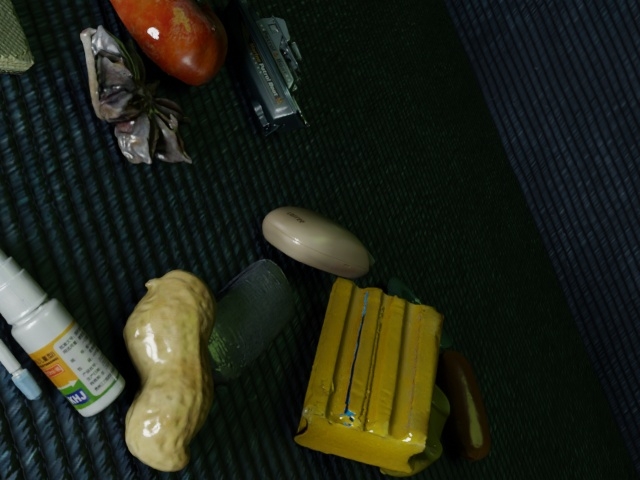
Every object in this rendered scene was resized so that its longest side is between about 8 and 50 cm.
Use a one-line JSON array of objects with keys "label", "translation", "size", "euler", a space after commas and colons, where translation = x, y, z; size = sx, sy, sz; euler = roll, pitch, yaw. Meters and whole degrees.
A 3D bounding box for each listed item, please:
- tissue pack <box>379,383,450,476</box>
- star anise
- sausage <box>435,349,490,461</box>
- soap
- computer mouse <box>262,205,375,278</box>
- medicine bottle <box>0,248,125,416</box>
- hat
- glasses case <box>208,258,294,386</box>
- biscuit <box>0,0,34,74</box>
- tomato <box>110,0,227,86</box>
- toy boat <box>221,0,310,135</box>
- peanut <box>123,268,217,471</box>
[{"label": "tissue pack", "translation": [0.147, 0.327, 1.438], "size": [0.123, 0.127, 0.178], "euler": [50, 29, -13]}, {"label": "star anise", "translation": [-0.275, -0.207, 1.162], "size": [0.262, 0.081, 0.230], "euler": [39, 36, -60]}, {"label": "sausage", "translation": [0.299, 0.350, 1.726], "size": [0.098, 0.098, 0.238], "euler": [26, 44, -51]}, {"label": "soap", "translation": [0.085, 0.216, 1.343], "size": [0.204, 0.096, 0.324], "euler": [17, 38, 0]}, {"label": "computer mouse", "translation": [0.000, 0.000, 1.431], "size": [0.145, 0.082, 0.236], "euler": [33, 8, 38]}, {"label": "medicine bottle", "translation": [-0.310, 0.102, 0.878], "size": [0.221, 0.061, 0.092], "euler": [56, 48, -17]}, {"label": "hat", "translation": [0.184, 0.167, 1.691], "size": [0.191, 0.078, 0.138], "euler": [50, 16, 11]}, {"label": "glasses case", "translation": [-0.112, 0.114, 1.208], "size": [0.109, 0.067, 0.282], "euler": [63, 25, -11]}, {"label": "biscuit", "translation": [-0.437, -0.262, 0.964], "size": [0.199, 0.040, 0.121], "euler": [-15, 79, -62]}, {"label": "tomato", "translation": [-0.234, -0.367, 1.312], "size": [0.237, 0.095, 0.237], "euler": [48, 19, -23]}, {"label": "toy boat", "translation": [-0.102, -0.348, 1.544], "size": [0.114, 0.122, 0.296], "euler": [55, 12, -81]}, {"label": "peanut", "translation": [-0.186, 0.155, 1.007], "size": [0.117, 0.101, 0.263], "euler": [2, 61, -13]}]
